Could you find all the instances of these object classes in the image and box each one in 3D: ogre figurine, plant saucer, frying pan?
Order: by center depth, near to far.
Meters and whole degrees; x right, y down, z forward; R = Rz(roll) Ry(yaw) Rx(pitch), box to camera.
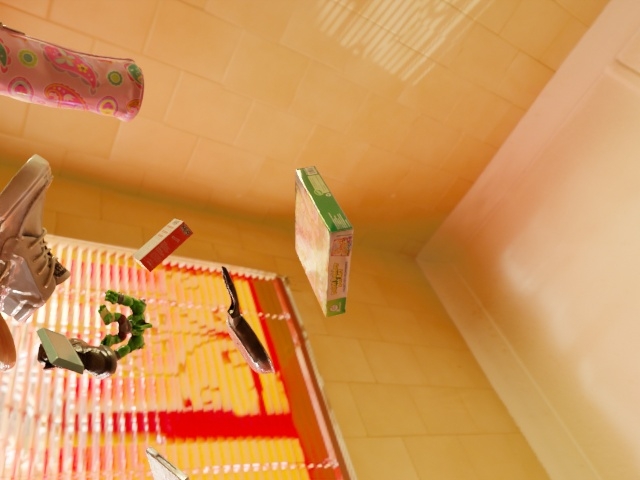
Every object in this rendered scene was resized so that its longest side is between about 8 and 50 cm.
[{"bbox_3d":[-0.535,0.223,1.040,0.192,0.067,0.018,16,-106,52],"label":"plant saucer"},{"bbox_3d":[-0.707,0.188,1.050,0.200,0.037,0.200,14,-63,29],"label":"plant saucer"},{"bbox_3d":[-0.178,0.219,1.208,0.197,0.053,0.326,48,-22,26],"label":"frying pan"},{"bbox_3d":[-0.521,0.231,1.348,0.096,0.118,0.197,-21,-105,39],"label":"ogre figurine"}]

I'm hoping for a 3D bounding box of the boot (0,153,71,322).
[{"bbox_3d":[-0.391,0.008,0.685,0.258,0.123,0.095,-44,-155,26],"label":"boot"}]

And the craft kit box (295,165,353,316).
[{"bbox_3d":[0.000,0.000,1.148,0.250,0.060,0.247,-117,-160,-47],"label":"craft kit box"}]

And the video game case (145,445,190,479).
[{"bbox_3d":[-0.370,0.634,1.282,0.173,0.022,0.190,13,-61,40],"label":"video game case"}]

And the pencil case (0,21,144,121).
[{"bbox_3d":[-0.464,-0.295,0.895,0.124,0.284,0.124,-9,-101,51],"label":"pencil case"}]

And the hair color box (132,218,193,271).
[{"bbox_3d":[-0.387,0.010,1.243,0.141,0.043,0.072,-46,-149,-19],"label":"hair color box"}]

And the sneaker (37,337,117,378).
[{"bbox_3d":[-0.612,0.296,1.257,0.227,0.130,0.087,9,-90,33],"label":"sneaker"}]
